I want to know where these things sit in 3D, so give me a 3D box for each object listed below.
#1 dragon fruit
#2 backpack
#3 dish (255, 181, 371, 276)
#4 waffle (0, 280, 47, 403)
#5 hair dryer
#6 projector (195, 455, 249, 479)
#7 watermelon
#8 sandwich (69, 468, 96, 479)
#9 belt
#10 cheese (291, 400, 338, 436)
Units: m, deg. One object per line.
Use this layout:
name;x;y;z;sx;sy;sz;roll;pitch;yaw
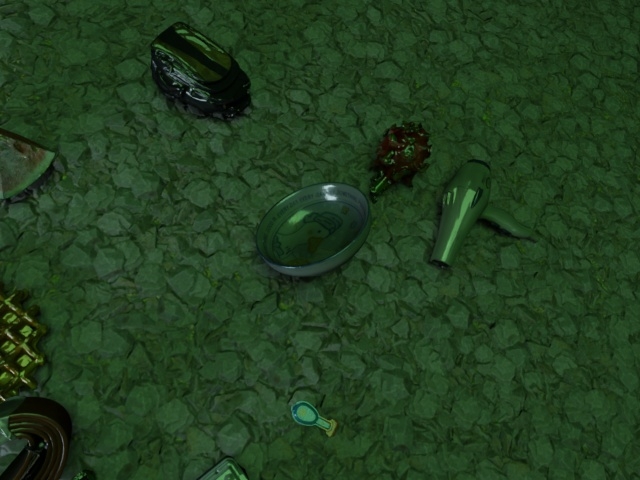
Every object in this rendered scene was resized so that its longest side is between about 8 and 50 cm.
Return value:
dragon fruit;0.204;-0.199;1.248;0.137;0.135;0.235;20;88;-3
backpack;-0.296;-0.419;1.226;0.258;0.133;0.206;30;58;-6
dish;0.000;0.000;1.116;0.274;0.133;0.273;-15;41;13
waffle;-0.672;0.218;0.931;0.260;0.069;0.292;-8;72;-19
hair dryer;0.406;-0.021;1.241;0.296;0.119;0.298;-45;96;-16
projector;-0.170;0.563;0.885;0.192;0.099;0.256;-33;79;-22
watermelon;-0.726;-0.176;1.062;0.231;0.128;0.146;22;94;12
sandwich;-0.459;0.548;0.840;0.159;0.079;0.235;39;66;5
belt;-0.567;0.402;0.835;0.184;0.105;0.261;42;75;-20
cheese;-0.014;0.383;1.030;0.111;0.017;0.047;28;70;0
